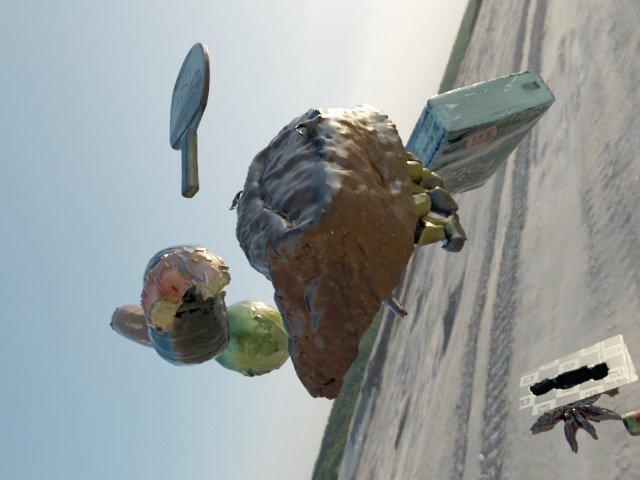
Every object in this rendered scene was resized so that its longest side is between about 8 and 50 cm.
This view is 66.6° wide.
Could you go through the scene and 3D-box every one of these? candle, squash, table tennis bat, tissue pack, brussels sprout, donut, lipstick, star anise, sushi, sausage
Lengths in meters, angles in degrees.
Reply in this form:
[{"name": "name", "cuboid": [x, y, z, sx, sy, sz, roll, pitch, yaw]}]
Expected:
[{"name": "candle", "cuboid": [0.721, 0.377, 1.044, 0.131, 0.052, 0.052, -36, 12, 31]}, {"name": "squash", "cuboid": [-0.275, 0.129, 1.006, 0.252, 0.165, 0.252, 174, 90, -75]}, {"name": "table tennis bat", "cuboid": [-0.229, -0.208, 0.848, 0.173, 0.023, 0.300, -35, 53, 46]}, {"name": "tissue pack", "cuboid": [0.280, -0.187, 0.972, 0.315, 0.228, 0.103, 104, 146, -68]}, {"name": "brussels sprout", "cuboid": [-0.196, 0.275, 1.378, 0.244, 0.244, 0.243, 16, -90, -81]}, {"name": "donut", "cuboid": [-0.234, 0.065, 0.808, 0.166, 0.117, 0.065, -36, -28, 6]}, {"name": "lipstick", "cuboid": [0.075, 0.060, 0.594, 0.107, 0.025, 0.025, 48, 132, 51]}, {"name": "star anise", "cuboid": [0.758, 0.510, 1.481, 0.088, 0.288, 0.288, 56, -138, -35]}, {"name": "sushi", "cuboid": [0.492, 0.279, 0.930, 0.215, 0.050, 0.192, -33, -2, 27]}, {"name": "sausage", "cuboid": [-0.456, 0.225, 1.284, 0.109, 0.271, 0.108, -7, -80, -50]}, {"name": "sushi", "cuboid": [0.022, -0.023, 0.468, 0.167, 0.179, 0.296, -38, 33, 24]}]
